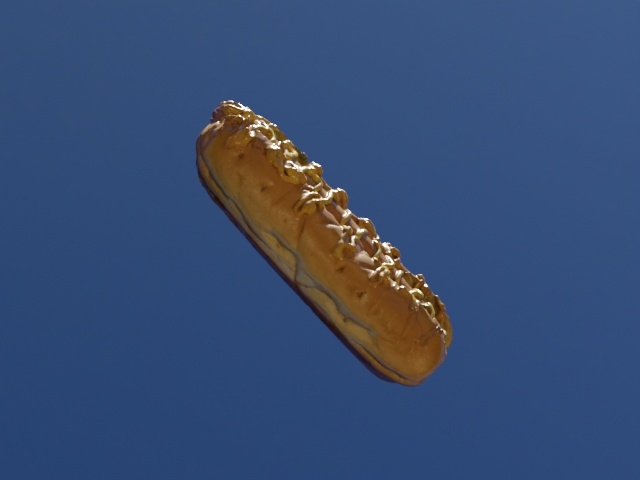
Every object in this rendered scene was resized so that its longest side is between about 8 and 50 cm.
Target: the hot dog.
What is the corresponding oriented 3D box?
[{"bbox_3d":[0.000,0.000,0.735,0.045,0.071,0.165,-42,-91,17],"label":"hot dog"}]
